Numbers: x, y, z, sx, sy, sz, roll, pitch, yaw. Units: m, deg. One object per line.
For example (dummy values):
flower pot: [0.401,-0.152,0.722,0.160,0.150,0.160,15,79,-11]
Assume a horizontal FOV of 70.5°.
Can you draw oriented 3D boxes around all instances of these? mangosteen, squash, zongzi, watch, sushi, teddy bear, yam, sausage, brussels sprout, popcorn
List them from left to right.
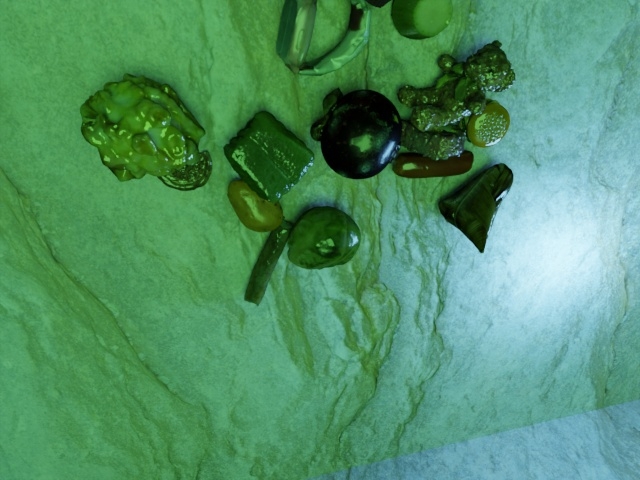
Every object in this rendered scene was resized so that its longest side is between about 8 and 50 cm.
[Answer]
popcorn: [-0.499,-0.310,1.298,0.312,0.312,0.312,-4,121,-7]
yam: [-0.203,0.090,1.705,0.083,0.083,0.371,16,115,-18]
brussels sprout: [0.000,0.000,1.610,0.271,0.210,0.219,-38,144,23]
watch: [0.016,-0.600,1.295,0.241,0.162,0.253,2,124,-25]
mangosteen: [0.110,-0.330,1.398,0.288,0.288,0.288,-4,121,-7]
squash: [0.300,-0.663,1.311,0.170,0.123,0.170,-7,126,-9]
sushi: [0.366,-0.350,1.505,0.161,0.241,0.107,-21,130,-43]
sausage: [0.400,-0.264,1.582,0.300,0.083,0.089,-5,109,-8]
teddy bear: [0.415,-0.471,1.379,0.296,0.246,0.222,-9,148,-18]
zongzi: [0.590,-0.113,1.583,0.286,0.288,0.134,-42,124,16]

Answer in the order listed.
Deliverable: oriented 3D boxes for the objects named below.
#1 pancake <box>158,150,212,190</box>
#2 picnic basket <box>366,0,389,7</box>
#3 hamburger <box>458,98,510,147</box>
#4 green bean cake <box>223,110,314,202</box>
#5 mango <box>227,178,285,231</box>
pancake: [-0.451,-0.244,1.495,0.190,0.020,0.184,-40,118,15]
picnic basket: [0.106,-0.754,1.187,0.297,0.222,0.129,28,136,-23]
hamburger: [0.546,-0.389,1.511,0.162,0.115,0.162,-5,123,-8]
green bean cake: [-0.168,-0.269,1.437,0.222,0.125,0.248,-47,119,-6]
mango: [-0.229,-0.117,1.554,0.147,0.109,0.227,-41,117,15]
